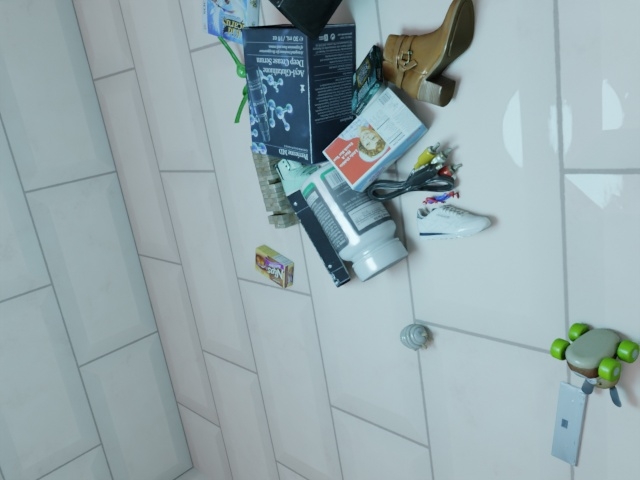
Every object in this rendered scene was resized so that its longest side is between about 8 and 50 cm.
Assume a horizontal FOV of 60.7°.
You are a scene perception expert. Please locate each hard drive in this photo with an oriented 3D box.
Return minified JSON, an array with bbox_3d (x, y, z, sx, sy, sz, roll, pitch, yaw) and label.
[{"bbox_3d":[0.000,0.000,1.877,0.339,0.064,0.237,62,180,8],"label":"hard drive"}]

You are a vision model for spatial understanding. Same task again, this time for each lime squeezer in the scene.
[{"bbox_3d":[-0.299,-0.588,1.998,0.059,0.110,0.310,8,110,65],"label":"lime squeezer"}]

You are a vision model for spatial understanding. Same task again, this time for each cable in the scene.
[{"bbox_3d":[0.273,-0.174,1.576,0.139,0.072,0.287,40,141,-22],"label":"cable"}]

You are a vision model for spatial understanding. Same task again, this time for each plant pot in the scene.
[{"bbox_3d":[-0.064,-0.658,1.392,0.187,0.167,0.188,50,119,20],"label":"plant pot"}]

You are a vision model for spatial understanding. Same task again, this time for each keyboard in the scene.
[{"bbox_3d":[0.684,0.509,1.508,0.072,0.014,0.256,21,122,46],"label":"keyboard"}]

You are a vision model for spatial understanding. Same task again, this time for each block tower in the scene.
[{"bbox_3d":[-0.167,-0.215,2.034,0.091,0.097,0.336,0,106,47],"label":"block tower"}]

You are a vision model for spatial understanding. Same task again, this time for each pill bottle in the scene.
[{"bbox_3d":[0.108,-0.064,1.719,0.361,0.204,0.204,59,139,9],"label":"pill bottle"}]

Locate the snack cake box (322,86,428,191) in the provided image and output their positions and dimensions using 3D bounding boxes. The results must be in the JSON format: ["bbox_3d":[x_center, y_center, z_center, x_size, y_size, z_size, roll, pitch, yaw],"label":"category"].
[{"bbox_3d":[0.155,-0.283,1.564,0.264,0.089,0.152,-42,74,16],"label":"snack cake box"}]

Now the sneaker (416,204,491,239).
[{"bbox_3d":[0.366,-0.054,1.540,0.235,0.090,0.095,-5,94,47],"label":"sneaker"}]

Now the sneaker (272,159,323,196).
[{"bbox_3d":[-0.066,-0.249,1.894,0.256,0.094,0.151,-18,101,48],"label":"sneaker"}]

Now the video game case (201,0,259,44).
[{"bbox_3d":[-0.323,-0.843,1.939,0.269,0.061,0.244,30,129,35],"label":"video game case"}]

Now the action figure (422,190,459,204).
[{"bbox_3d":[0.340,-0.118,1.571,0.115,0.038,0.030,-8,85,48],"label":"action figure"}]

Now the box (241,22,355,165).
[{"bbox_3d":[-0.063,-0.466,1.715,0.293,0.212,0.396,19,121,41],"label":"box"}]

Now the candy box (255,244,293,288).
[{"bbox_3d":[-0.190,0.106,2.240,0.186,0.053,0.109,30,128,37],"label":"candy box"}]

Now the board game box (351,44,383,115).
[{"bbox_3d":[0.130,-0.456,1.555,0.126,0.026,0.186,-49,27,42],"label":"board game box"}]

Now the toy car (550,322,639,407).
[{"bbox_3d":[0.677,0.324,1.342,0.155,0.149,0.188,21,135,55],"label":"toy car"}]

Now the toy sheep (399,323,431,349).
[{"bbox_3d":[0.307,0.312,1.771,0.132,0.091,0.091,-35,81,55],"label":"toy sheep"}]

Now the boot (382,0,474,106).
[{"bbox_3d":[0.273,-0.511,1.429,0.220,0.109,0.283,38,139,35],"label":"boot"}]
